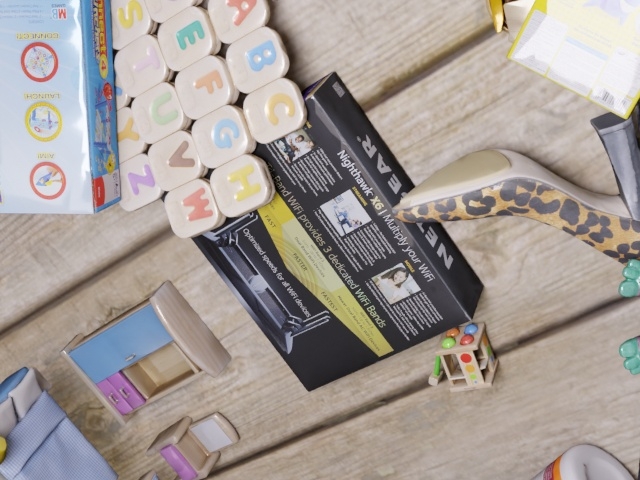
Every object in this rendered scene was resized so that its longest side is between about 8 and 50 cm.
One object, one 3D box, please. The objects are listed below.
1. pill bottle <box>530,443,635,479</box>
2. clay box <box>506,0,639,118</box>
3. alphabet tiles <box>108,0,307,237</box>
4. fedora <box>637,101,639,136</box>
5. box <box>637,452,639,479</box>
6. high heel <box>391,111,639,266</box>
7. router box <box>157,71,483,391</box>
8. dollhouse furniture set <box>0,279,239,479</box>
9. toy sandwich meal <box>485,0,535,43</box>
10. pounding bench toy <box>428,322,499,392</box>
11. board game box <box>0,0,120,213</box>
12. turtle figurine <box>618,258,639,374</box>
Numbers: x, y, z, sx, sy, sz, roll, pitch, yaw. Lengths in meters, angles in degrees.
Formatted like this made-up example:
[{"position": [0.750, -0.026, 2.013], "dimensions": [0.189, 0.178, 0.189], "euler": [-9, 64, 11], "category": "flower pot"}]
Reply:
[{"position": [0.277, 0.354, 1.210], "dimensions": [0.121, 0.121, 0.221], "euler": [37, 124, -2], "category": "pill bottle"}, {"position": [0.277, -0.237, 0.894], "dimensions": [0.127, 0.053, 0.222], "euler": [31, 112, 13], "category": "clay box"}, {"position": [-0.150, -0.153, 1.086], "dimensions": [0.278, 0.021, 0.284], "euler": [-22, 86, 31], "category": "alphabet tiles"}, {"position": [0.441, -0.115, 0.867], "dimensions": [0.334, 0.152, 0.334], "euler": [9, 120, 16], "category": "fedora"}, {"position": [0.469, 0.220, 0.897], "dimensions": [0.293, 0.395, 0.212], "euler": [-21, 107, 28], "category": "box"}, {"position": [0.220, -0.010, 1.030], "dimensions": [0.261, 0.093, 0.186], "euler": [-17, 116, 16], "category": "high heel"}, {"position": [0.000, 0.000, 1.141], "dimensions": [0.243, 0.081, 0.309], "euler": [-28, 105, 31], "category": "router box"}, {"position": [-0.251, 0.251, 1.244], "dimensions": [0.198, 0.303, 0.286], "euler": [-30, 104, 32], "category": "dollhouse furniture set"}, {"position": [0.198, -0.231, 0.967], "dimensions": [0.086, 0.029, 0.085], "euler": [9, 121, 16], "category": "toy sandwich meal"}, {"position": [0.158, 0.138, 1.175], "dimensions": [0.083, 0.052, 0.065], "euler": [-13, 112, 27], "category": "pounding bench toy"}, {"position": [-0.387, -0.185, 1.101], "dimensions": [0.308, 0.086, 0.302], "euler": [2, 102, 8], "category": "board game box"}, {"position": [0.375, 0.080, 0.904], "dimensions": [0.118, 0.234, 0.175], "euler": [17, 84, -25], "category": "turtle figurine"}]
